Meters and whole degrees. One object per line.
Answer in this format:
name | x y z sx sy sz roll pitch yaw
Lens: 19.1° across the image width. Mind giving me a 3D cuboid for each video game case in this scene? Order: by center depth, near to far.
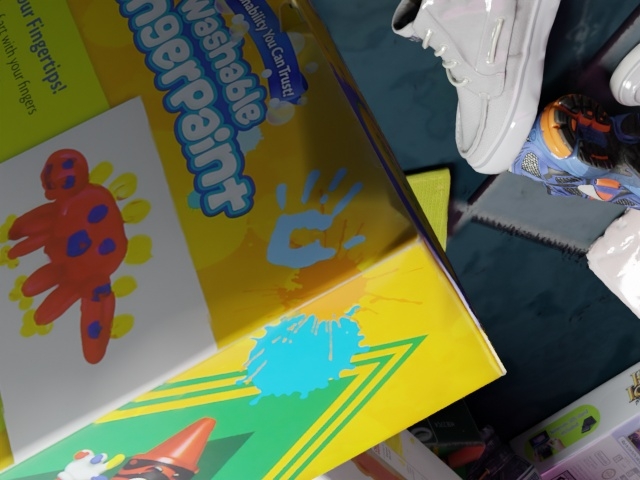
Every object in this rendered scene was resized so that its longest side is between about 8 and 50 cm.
video game case | 0.365 0.228 2.054 0.244 0.061 0.269 -32 140 10

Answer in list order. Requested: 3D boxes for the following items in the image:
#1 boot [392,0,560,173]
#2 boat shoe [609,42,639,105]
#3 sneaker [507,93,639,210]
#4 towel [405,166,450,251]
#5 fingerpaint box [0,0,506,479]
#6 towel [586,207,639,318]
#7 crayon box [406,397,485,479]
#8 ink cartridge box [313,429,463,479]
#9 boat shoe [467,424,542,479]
boot | 0.111 -0.164 1.487 0.123 0.095 0.258 -2 127 -18
boat shoe | 0.340 -0.155 1.623 0.184 0.063 0.066 -22 140 -5
sneaker | 0.237 -0.072 1.660 0.087 0.083 0.221 -17 154 37
towel | 0.000 0.000 1.636 0.237 0.021 0.102 -11 130 -16
fingerpaint box | -0.152 -0.028 1.151 0.371 0.445 0.163 -30 141 4
towel | 0.462 0.012 1.722 0.332 0.317 0.053 -47 176 23
crayon box | 0.010 0.284 1.916 0.202 0.081 0.318 1 134 -28
ink cartridge box | -0.029 0.283 1.718 0.279 0.160 0.384 -33 122 24
boat shoe | 0.164 0.244 1.972 0.065 0.083 0.183 -38 175 -26
